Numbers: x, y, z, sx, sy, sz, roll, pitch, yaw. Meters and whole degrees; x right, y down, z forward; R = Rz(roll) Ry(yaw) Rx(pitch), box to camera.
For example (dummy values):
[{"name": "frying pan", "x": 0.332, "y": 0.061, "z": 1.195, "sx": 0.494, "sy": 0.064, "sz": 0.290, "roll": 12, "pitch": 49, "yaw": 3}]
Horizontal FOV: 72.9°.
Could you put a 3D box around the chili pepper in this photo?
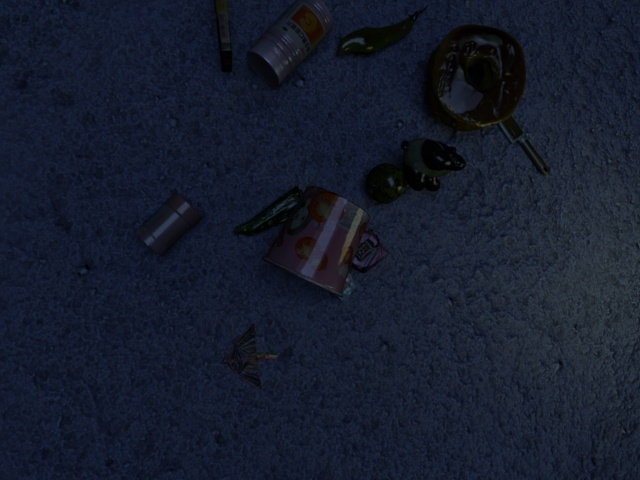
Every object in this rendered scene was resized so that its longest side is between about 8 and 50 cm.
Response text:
[{"name": "chili pepper", "x": -0.145, "y": -0.075, "z": 1.240, "sx": 0.226, "sy": 0.059, "sz": 0.088, "roll": -27, "pitch": 92, "yaw": -10}]

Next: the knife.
[{"name": "knife", "x": 0.659, "y": -0.352, "z": 1.455, "sx": 0.061, "sy": 0.027, "sz": 0.343, "roll": -38, "pitch": 95, "yaw": -8}]

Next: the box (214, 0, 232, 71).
[{"name": "box", "x": -0.273, "y": -0.610, "z": 1.205, "sx": 0.034, "sy": 0.132, "sz": 0.235, "roll": -6, "pitch": 88, "yaw": -12}]

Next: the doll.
[{"name": "doll", "x": 0.334, "y": -0.233, "z": 1.287, "sx": 0.234, "sy": 0.143, "sz": 0.135, "roll": -1, "pitch": 61, "yaw": -46}]

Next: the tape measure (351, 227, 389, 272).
[{"name": "tape measure", "x": 0.128, "y": 0.027, "z": 1.282, "sx": 0.125, "sy": 0.074, "sz": 0.118, "roll": -42, "pitch": 95, "yaw": -14}]

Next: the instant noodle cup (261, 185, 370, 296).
[{"name": "instant noodle cup", "x": 0.000, "y": 0.000, "z": 1.161, "sx": 0.243, "sy": 0.243, "sz": 0.231, "roll": 27, "pitch": 85, "yaw": -10}]

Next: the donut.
[{"name": "donut", "x": 0.471, "y": -0.503, "z": 1.359, "sx": 0.329, "sy": 0.160, "sz": 0.330, "roll": 0, "pitch": 91, "yaw": -16}]

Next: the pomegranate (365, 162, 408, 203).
[{"name": "pomegranate", "x": 0.209, "y": -0.169, "z": 1.302, "sx": 0.161, "sy": 0.122, "sz": 0.122, "roll": 1, "pitch": 85, "yaw": -39}]

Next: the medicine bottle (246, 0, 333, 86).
[{"name": "medicine bottle", "x": -0.087, "y": -0.576, "z": 1.246, "sx": 0.133, "sy": 0.133, "sz": 0.250, "roll": 42, "pitch": 79, "yaw": -7}]

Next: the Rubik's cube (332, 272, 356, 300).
[{"name": "Rubik's cube", "x": 0.062, "y": 0.129, "z": 1.261, "sx": 0.075, "sy": 0.073, "sz": 0.084, "roll": 26, "pitch": 83, "yaw": -9}]

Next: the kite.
[{"name": "kite", "x": -0.199, "y": 0.332, "z": 1.220, "sx": 0.159, "sy": 0.010, "sz": 0.190, "roll": -7, "pitch": 89, "yaw": -14}]

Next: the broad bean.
[{"name": "broad bean", "x": 0.191, "y": -0.642, "z": 1.353, "sx": 0.325, "sy": 0.067, "sz": 0.075, "roll": -28, "pitch": 123, "yaw": -15}]

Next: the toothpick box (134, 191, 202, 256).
[{"name": "toothpick box", "x": -0.403, "y": -0.043, "z": 1.153, "sx": 0.098, "sy": 0.098, "sz": 0.149, "roll": 45, "pitch": 79, "yaw": -7}]
